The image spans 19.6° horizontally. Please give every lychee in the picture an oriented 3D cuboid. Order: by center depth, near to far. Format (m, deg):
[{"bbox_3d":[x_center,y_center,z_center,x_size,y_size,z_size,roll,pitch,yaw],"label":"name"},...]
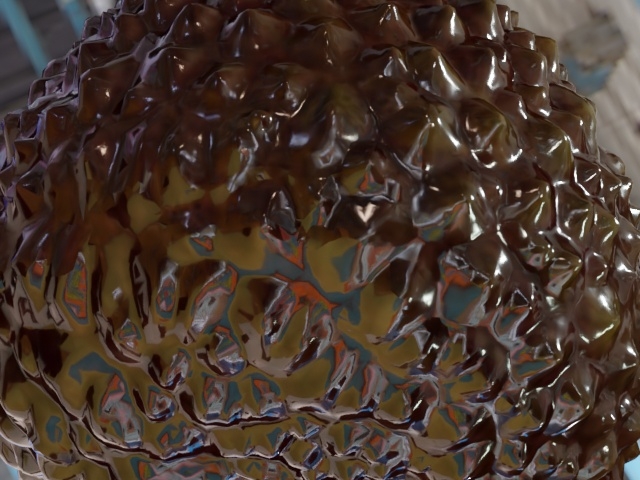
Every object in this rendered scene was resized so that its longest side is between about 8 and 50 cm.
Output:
[{"bbox_3d":[0.000,0.000,0.664,0.271,0.271,0.271,49,-26,34],"label":"lychee"}]
